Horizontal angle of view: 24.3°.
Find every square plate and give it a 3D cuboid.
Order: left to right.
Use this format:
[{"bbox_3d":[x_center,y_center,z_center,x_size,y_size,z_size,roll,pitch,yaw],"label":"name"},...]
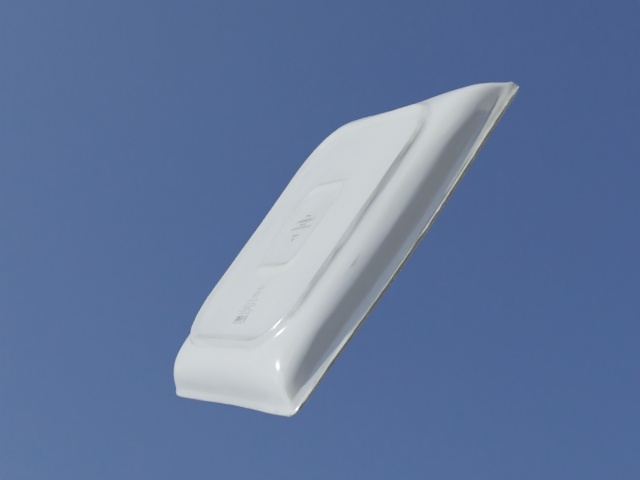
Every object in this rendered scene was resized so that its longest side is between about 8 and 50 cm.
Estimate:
[{"bbox_3d":[0.000,0.000,1.359,0.049,0.344,0.347,40,-16,-15],"label":"square plate"}]
